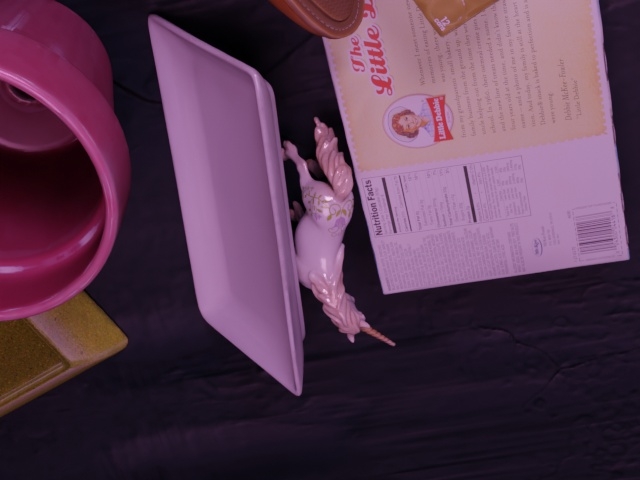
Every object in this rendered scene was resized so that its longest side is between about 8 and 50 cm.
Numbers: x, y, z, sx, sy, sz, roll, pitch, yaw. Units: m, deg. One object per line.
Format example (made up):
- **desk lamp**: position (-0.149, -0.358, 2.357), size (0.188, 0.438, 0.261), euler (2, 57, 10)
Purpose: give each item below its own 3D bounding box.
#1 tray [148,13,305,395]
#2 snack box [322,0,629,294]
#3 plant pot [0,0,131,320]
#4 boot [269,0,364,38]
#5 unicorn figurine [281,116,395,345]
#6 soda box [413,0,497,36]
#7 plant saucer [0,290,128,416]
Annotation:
- **tray**: position (-0.059, -0.027, 1.012), size (0.030, 0.145, 0.270), euler (-26, 127, -27)
- **snack box**: position (0.103, -0.118, 0.964), size (0.187, 0.060, 0.322), euler (-8, 122, 10)
- **plant pot**: position (-0.222, -0.075, 0.945), size (0.201, 0.180, 0.201), euler (2, 123, 3)
- **boot**: position (-0.072, -0.188, 0.898), size (0.197, 0.073, 0.152), euler (49, 144, -8)
- **unicorn figurine**: position (0.000, 0.000, 1.020), size (0.060, 0.111, 0.162), euler (-23, 136, -18)
- **soda box**: position (0.047, -0.216, 0.835), size (0.061, 0.058, 0.181), euler (-31, 115, 24)
- **plant saucer**: position (-0.287, 0.073, 1.126), size (0.188, 0.045, 0.188), euler (-29, 116, 21)
